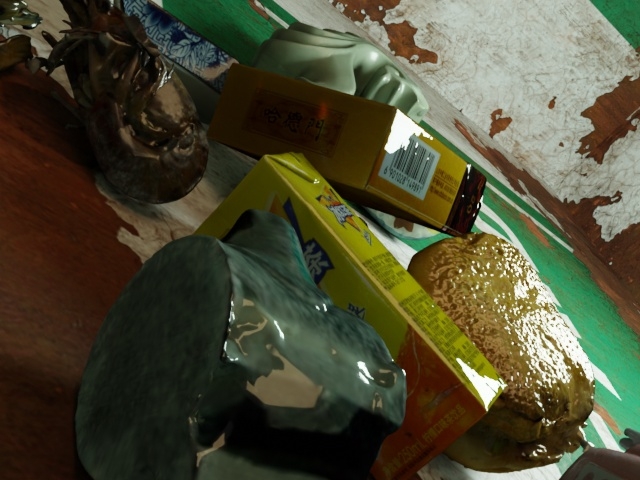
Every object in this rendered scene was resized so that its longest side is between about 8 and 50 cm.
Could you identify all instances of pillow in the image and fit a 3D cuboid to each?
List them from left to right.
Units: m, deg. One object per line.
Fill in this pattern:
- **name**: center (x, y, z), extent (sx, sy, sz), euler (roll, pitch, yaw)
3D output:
- **pillow**: center (0.156, -0.107, 1.539), extent (0.214, 0.086, 0.233), euler (-34, 74, -33)

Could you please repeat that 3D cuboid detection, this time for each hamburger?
- **hamburger**: center (0.214, 0.147, 1.067), extent (0.290, 0.170, 0.314), euler (-3, 55, -38)

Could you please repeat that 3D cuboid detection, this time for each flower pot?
- **flower pot**: center (0.030, -0.302, 1.617), extent (0.367, 0.164, 0.254), euler (-3, 43, -50)

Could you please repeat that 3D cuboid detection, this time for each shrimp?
- **shrimp**: center (-0.374, -0.237, 0.903), extent (0.145, 0.059, 0.254), euler (55, 22, 18)
- **shrimp**: center (-0.246, -0.191, 0.934), extent (0.343, 0.145, 0.116), euler (59, -14, 4)

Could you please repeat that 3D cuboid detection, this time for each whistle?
- **whistle**: center (-0.046, 0.156, 0.576), extent (0.168, 0.188, 0.405), euler (31, 25, -35)

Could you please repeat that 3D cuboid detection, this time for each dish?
- **dish**: center (-0.209, -0.250, 1.213), extent (0.243, 0.080, 0.182), euler (29, 25, -36)

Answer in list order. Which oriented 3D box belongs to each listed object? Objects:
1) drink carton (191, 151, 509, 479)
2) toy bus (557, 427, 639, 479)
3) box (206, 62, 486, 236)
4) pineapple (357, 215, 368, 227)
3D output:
- **drink carton**: center (0.025, 0.079, 0.911), extent (0.351, 0.154, 0.111), euler (49, 20, 11)
- **toy bus**: center (0.364, 0.336, 0.885), extent (0.197, 0.232, 0.294), euler (35, -10, -23)
- **box**: center (0.059, -0.117, 1.219), extent (0.264, 0.116, 0.415), euler (20, 1, 29)
- **pineapple**: center (0.000, 0.000, 1.133), extent (0.225, 0.076, 0.225), euler (34, 22, -16)
